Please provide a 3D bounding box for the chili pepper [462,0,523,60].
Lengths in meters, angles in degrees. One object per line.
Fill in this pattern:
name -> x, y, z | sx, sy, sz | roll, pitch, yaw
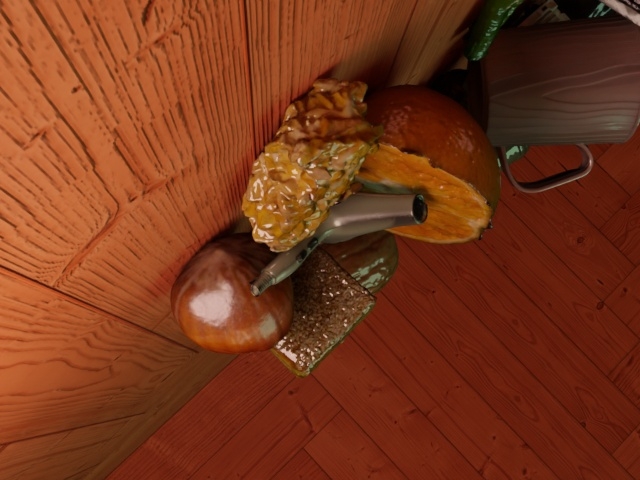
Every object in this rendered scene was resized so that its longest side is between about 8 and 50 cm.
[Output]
chili pepper -> 0.298, -0.376, 0.969 | 0.084, 0.076, 0.359 | -62, -173, -25

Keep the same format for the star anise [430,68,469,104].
star anise -> 0.197, -0.231, 1.258 | 0.177, 0.073, 0.234 | -48, -170, 38

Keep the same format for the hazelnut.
hazelnut -> -0.116, 0.080, 0.976 | 0.182, 0.182, 0.182 | -43, 174, -6

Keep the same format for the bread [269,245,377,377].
bread -> -0.052, 0.089, 1.149 | 0.184, 0.234, 0.110 | -44, 171, -12

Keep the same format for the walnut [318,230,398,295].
walnut -> 0.055, 0.045, 1.634 | 0.257, 0.257, 0.224 | -42, -154, -15

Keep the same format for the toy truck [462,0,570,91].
toy truck -> 0.434, -0.334, 1.515 | 0.173, 0.207, 0.387 | -42, 174, -13

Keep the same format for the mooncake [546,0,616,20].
mooncake -> 0.577, -0.521, 1.511 | 0.283, 0.141, 0.283 | -46, 175, -5

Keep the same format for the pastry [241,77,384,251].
pastry -> -0.013, -0.081, 0.826 | 0.154, 0.102, 0.250 | -42, 172, -29

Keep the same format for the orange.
orange -> 0.123, -0.088, 0.996 | 0.274, 0.274, 0.310 | -39, 151, -38

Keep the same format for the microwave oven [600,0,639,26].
microwave oven -> 0.512, -0.453, 1.140 | 0.162, 0.208, 0.122 | -37, 162, -49

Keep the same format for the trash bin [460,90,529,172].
trash bin -> 0.253, -0.177, 1.422 | 0.247, 0.243, 0.121 | -39, 134, -5

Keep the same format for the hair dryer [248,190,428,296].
hair dryer -> 0.031, -0.014, 0.920 | 0.219, 0.088, 0.225 | -14, -156, 21

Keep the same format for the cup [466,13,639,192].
cup -> 0.411, -0.251, 1.249 | 0.208, 0.273, 0.288 | -91, 176, -46
